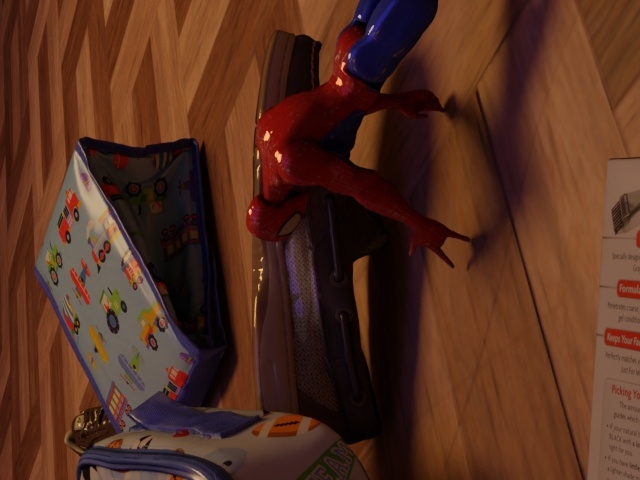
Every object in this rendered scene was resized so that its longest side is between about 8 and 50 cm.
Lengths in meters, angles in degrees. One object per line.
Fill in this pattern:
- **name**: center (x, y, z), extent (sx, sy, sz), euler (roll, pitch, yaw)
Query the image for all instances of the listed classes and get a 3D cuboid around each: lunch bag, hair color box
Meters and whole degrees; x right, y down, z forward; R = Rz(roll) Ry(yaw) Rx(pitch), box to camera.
- **lunch bag**: center (-0.179, 0.075, 1.380), extent (0.221, 0.138, 0.293), euler (-60, 41, 46)
- **hair color box**: center (0.154, 0.050, 0.542), extent (0.093, 0.053, 0.167), euler (-175, 88, -71)
- **lunch bag**: center (-0.055, 0.218, 0.877), extent (0.303, 0.115, 0.243), euler (-12, 101, 61)

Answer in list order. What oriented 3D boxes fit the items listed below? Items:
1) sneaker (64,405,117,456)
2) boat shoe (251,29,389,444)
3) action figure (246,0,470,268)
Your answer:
- **sneaker**: center (-0.258, 0.227, 1.603), extent (0.188, 0.071, 0.066), euler (127, 158, -58)
- **boat shoe**: center (0.000, 0.000, 0.922), extent (0.103, 0.092, 0.285), euler (98, 171, -84)
- **action figure**: center (0.062, -0.102, 0.797), extent (0.280, 0.139, 0.091), euler (-55, 26, 16)
